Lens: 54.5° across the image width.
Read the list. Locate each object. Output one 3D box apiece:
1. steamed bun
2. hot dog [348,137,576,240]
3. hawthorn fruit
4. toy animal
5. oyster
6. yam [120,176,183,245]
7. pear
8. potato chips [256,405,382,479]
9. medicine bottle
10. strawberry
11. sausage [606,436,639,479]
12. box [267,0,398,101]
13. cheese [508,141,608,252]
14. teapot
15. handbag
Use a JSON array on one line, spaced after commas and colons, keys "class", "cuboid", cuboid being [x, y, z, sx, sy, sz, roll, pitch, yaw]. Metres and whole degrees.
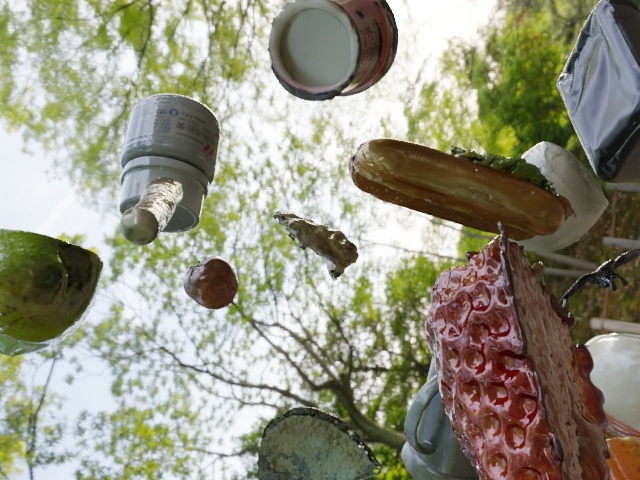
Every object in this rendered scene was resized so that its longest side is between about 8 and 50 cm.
[{"class": "steamed bun", "cuboid": [0.792, 0.402, 1.513, 0.241, 0.375, 0.374, -60, -28, -22]}, {"class": "hot dog", "cuboid": [0.208, -0.081, 0.909, 0.135, 0.338, 0.100, 133, 152, -78]}, {"class": "hawthorn fruit", "cuboid": [-0.287, 0.126, 1.725, 0.149, 0.189, 0.149, -55, 0, 0]}, {"class": "toy animal", "cuboid": [0.595, 0.074, 1.299, 0.062, 0.220, 0.108, 59, -179, 6]}, {"class": "oyster", "cuboid": [0.001, 0.001, 1.019, 0.072, 0.133, 0.209, -49, -55, -3]}, {"class": "yam", "cuboid": [-0.323, -0.064, 1.203, 0.356, 0.081, 0.081, -113, 24, -75]}, {"class": "pear", "cuboid": [-0.457, 0.082, 0.942, 0.292, 0.293, 0.159, 51, -140, -63]}, {"class": "potato chips", "cuboid": [-0.015, 0.380, 0.999, 0.219, 0.202, 0.029, -70, -17, 6]}, {"class": "medicine bottle", "cuboid": [-0.394, -0.197, 1.615, 0.245, 0.245, 0.306, 56, -147, -60]}, {"class": "strawberry", "cuboid": [0.190, 0.155, 0.620, 0.253, 0.150, 0.280, 28, -134, -50]}, {"class": "sausage", "cuboid": [0.607, 0.552, 1.163, 0.287, 0.233, 0.233, -97, -2, -54]}, {"class": "box", "cuboid": [0.012, -0.251, 0.793, 0.135, 0.151, 0.151, -51, -37, -59]}, {"class": "cheese", "cuboid": [0.422, -0.068, 1.166, 0.198, 0.189, 0.154, 33, -151, -28]}, {"class": "teapot", "cuboid": [0.271, 0.318, 1.226, 0.271, 0.200, 0.336, -5, -67, -37]}, {"class": "handbag", "cuboid": [0.615, -0.304, 1.215, 0.275, 0.178, 0.301, 102, 163, -58]}]
